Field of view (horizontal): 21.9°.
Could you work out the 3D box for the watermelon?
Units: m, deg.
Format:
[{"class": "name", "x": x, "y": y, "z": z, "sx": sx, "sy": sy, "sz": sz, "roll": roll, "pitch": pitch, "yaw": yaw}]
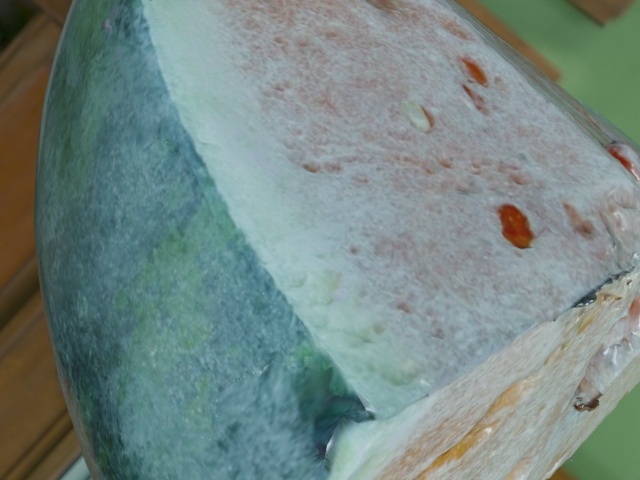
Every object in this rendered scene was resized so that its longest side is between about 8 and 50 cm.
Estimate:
[{"class": "watermelon", "x": -0.004, "y": 0.005, "z": 0.487, "sx": 0.175, "sy": 0.188, "sz": 0.322, "roll": -49, "pitch": 159, "yaw": 11}]
